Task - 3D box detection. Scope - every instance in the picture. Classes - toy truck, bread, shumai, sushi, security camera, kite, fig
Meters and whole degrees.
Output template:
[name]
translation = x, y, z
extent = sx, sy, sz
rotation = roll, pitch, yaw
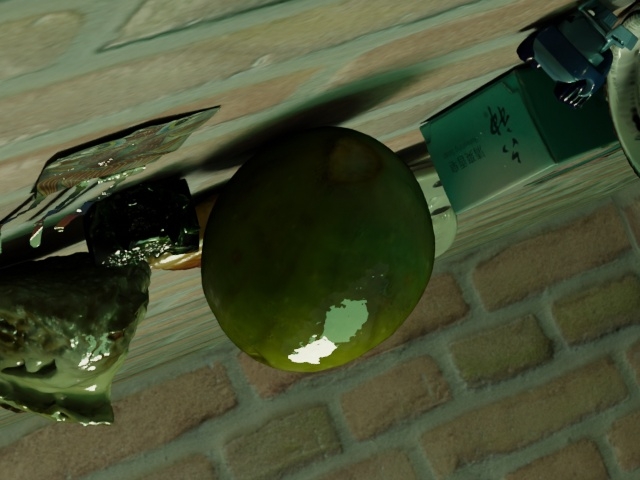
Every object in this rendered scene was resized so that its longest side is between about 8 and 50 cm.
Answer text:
[toy truck]
translation = 0.204, -0.146, 1.455
extent = 0.074, 0.063, 0.136
rotation = -44, 170, 11
[bread]
translation = -0.097, -0.008, 1.605
extent = 0.136, 0.054, 0.154
rotation = -21, 169, -36
[shumai]
translation = -0.209, 0.088, 1.486
extent = 0.184, 0.141, 0.184
rotation = -7, -169, 1
[sushi]
translation = -0.135, -0.012, 1.410
extent = 0.083, 0.056, 0.085
rotation = -14, 175, -9
[security camera]
translation = 0.074, -0.035, 1.978
extent = 0.157, 0.080, 0.301
rotation = -20, 165, -4
[kite]
translation = -0.162, -0.037, 1.264
extent = 0.127, 0.016, 0.229
rotation = -15, 168, -37
[fig]
translation = 0.000, 0.000, 1.441
extent = 0.181, 0.181, 0.191
rotation = -20, 146, -31

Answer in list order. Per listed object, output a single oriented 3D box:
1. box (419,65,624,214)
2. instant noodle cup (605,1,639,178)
[box]
translation = 0.233, -0.114, 1.712
extent = 0.245, 0.092, 0.153
rotation = -18, 173, -36
[instant noodle cup]
translation = 0.383, -0.134, 1.552
extent = 0.255, 0.244, 0.244
rotation = -13, 172, -22
